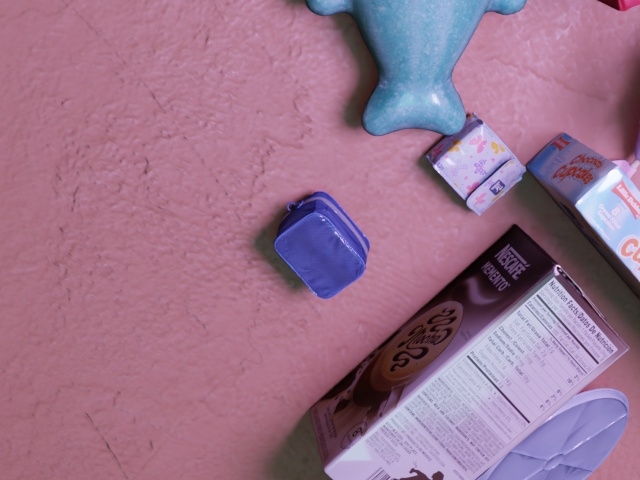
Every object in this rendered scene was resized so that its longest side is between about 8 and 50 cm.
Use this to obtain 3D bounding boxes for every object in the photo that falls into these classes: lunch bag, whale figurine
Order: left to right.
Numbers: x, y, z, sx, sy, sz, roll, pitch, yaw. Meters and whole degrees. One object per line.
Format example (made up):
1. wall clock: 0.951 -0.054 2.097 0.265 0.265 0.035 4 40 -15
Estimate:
1. lunch bag: 0.000 0.000 1.323 0.067 0.065 0.098 -34 106 19
2. whale figurine: 0.094 -0.226 1.235 0.216 0.141 0.272 0 105 -6
3. lunch bag: 0.160 -0.074 1.327 0.071 0.053 0.083 -40 113 6

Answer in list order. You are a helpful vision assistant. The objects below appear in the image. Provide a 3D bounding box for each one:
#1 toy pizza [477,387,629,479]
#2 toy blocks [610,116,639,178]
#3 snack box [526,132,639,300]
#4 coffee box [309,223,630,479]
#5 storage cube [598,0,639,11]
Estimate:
1. toy pizza: 0.234 0.219 1.372 0.201 0.032 0.201 -23 142 -19
2. toy blocks: 0.464 -0.109 1.286 0.289 0.309 0.260 28 131 0
3. snack box: 0.343 0.040 1.303 0.060 0.187 0.322 -42 104 5
4. coffee box: 0.140 0.139 1.319 0.297 0.168 0.119 -42 104 5
5. storage cube: 0.305 -0.337 1.195 0.184 0.215 0.193 -19 111 -1
